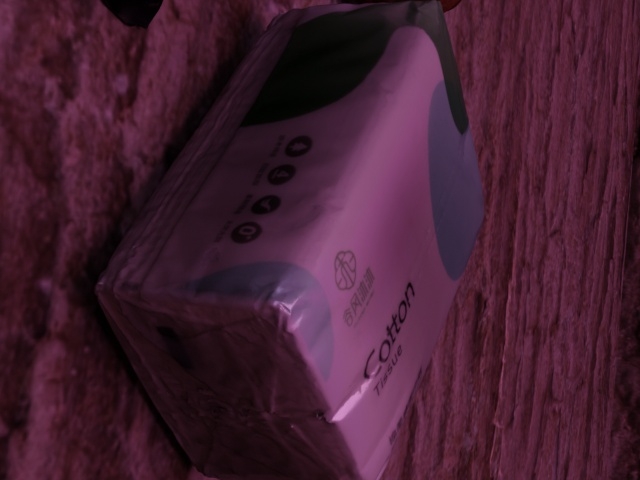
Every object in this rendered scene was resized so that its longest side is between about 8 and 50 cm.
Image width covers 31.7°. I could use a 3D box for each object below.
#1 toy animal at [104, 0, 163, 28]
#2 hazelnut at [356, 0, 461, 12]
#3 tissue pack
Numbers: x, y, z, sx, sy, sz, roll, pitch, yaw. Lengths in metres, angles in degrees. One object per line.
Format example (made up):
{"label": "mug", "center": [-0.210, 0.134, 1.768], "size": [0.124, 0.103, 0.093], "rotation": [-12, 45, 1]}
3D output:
{"label": "toy animal", "center": [-0.077, -0.239, 0.783], "size": [0.138, 0.179, 0.165], "rotation": [-31, 115, -42]}
{"label": "hazelnut", "center": [0.094, -0.299, 1.151], "size": [0.143, 0.143, 0.154], "rotation": [54, 46, -53]}
{"label": "tissue pack", "center": [0.001, 0.000, 0.943], "size": [0.356, 0.194, 0.266], "rotation": [-63, 147, -37]}
